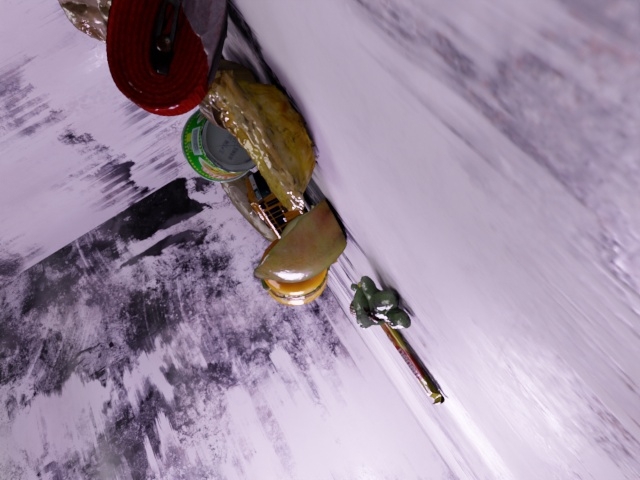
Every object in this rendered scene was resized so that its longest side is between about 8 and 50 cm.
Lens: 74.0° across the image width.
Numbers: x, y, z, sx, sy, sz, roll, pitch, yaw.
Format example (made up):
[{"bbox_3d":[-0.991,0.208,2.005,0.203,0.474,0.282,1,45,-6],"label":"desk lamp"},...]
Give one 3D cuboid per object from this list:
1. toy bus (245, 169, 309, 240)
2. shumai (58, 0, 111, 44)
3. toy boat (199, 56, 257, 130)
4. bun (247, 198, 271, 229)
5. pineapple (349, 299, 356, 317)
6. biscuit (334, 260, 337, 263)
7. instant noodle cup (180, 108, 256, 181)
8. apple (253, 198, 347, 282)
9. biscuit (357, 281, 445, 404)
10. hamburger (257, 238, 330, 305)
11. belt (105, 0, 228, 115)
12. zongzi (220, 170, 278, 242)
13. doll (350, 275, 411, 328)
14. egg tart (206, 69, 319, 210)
[{"bbox_3d":[-0.092,-0.083,0.988,0.098,0.114,0.201,63,-179,35],"label":"toy bus"},{"bbox_3d":[-0.406,-0.565,0.981,0.262,0.267,0.314,23,-168,22],"label":"shumai"},{"bbox_3d":[-0.179,-0.266,0.782,0.310,0.089,0.116,44,137,52],"label":"toy boat"},{"bbox_3d":[-0.172,-0.126,1.536,0.173,0.119,0.173,53,-178,-2],"label":"bun"},{"bbox_3d":[0.105,0.158,1.073,0.058,0.058,0.124,55,161,20],"label":"pineapple"},{"bbox_3d":[0.000,0.000,1.150,0.142,0.028,0.220,60,174,-15],"label":"biscuit"},{"bbox_3d":[-0.226,-0.239,1.019,0.207,0.207,0.232,59,169,-19],"label":"instant noodle cup"},{"bbox_3d":[-0.040,0.024,0.843,0.120,0.193,0.265,47,174,-1],"label":"apple"},{"bbox_3d":[0.164,0.210,0.897,0.292,0.026,0.048,55,155,19],"label":"biscuit"},{"bbox_3d":[-0.090,0.084,1.391,0.246,0.245,0.170,55,164,27],"label":"hamburger"},{"bbox_3d":[-0.195,-0.264,0.558,0.127,0.201,0.124,16,-174,-15],"label":"belt"},{"bbox_3d":[-0.265,-0.150,1.733,0.356,0.174,0.393,52,-174,22],"label":"zongzi"},{"bbox_3d":[0.097,0.115,0.722,0.115,0.077,0.150,47,165,-6],"label":"doll"},{"bbox_3d":[-0.069,-0.142,0.590,0.213,0.090,0.212,56,177,4],"label":"egg tart"}]
